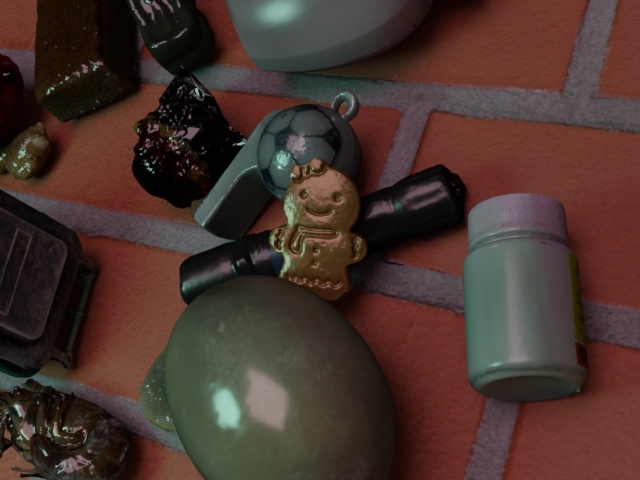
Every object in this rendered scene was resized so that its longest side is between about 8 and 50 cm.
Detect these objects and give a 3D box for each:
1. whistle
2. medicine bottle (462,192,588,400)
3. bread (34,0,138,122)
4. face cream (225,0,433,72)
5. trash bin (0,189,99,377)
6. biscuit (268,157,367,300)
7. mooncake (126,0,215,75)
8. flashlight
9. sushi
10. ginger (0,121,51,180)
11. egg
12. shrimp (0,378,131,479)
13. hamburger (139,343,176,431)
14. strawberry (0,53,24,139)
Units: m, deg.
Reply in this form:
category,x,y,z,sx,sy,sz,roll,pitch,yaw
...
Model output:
category,x,y,z,sx,sy,sz,roll,pitch,yaw
whistle,-0.038,-0.092,1.312,0.163,0.163,0.290,44,102,34
medicine bottle,0.242,0.069,1.101,0.139,0.139,0.226,-9,64,23
bread,-0.430,-0.422,1.673,0.165,0.113,0.417,-18,60,17
face cream,0.041,-0.412,1.369,0.356,0.219,0.313,-20,60,16
trash bin,-0.579,0.077,1.444,0.381,0.295,0.259,-9,59,37
biscuit,0.001,-0.011,1.215,0.133,0.027,0.184,20,96,14
mooncake,-0.254,-0.368,1.528,0.104,0.175,0.168,-30,16,15
flashlight,0.000,0.000,1.277,0.423,0.103,0.103,-21,60,16
sushi,-0.216,-0.138,1.414,0.150,0.153,0.172,-39,75,-18
ginger,-0.538,-0.142,1.630,0.165,0.067,0.096,-25,58,30
egg,-0.052,0.193,1.121,0.258,0.258,0.352,-46,49,1
shrimp,-0.422,0.281,1.349,0.343,0.116,0.145,15,61,31
hamburger,-0.187,0.205,1.298,0.133,0.062,0.140,25,82,36
strawberry,-0.664,-0.225,1.626,0.261,0.261,0.258,18,114,31
